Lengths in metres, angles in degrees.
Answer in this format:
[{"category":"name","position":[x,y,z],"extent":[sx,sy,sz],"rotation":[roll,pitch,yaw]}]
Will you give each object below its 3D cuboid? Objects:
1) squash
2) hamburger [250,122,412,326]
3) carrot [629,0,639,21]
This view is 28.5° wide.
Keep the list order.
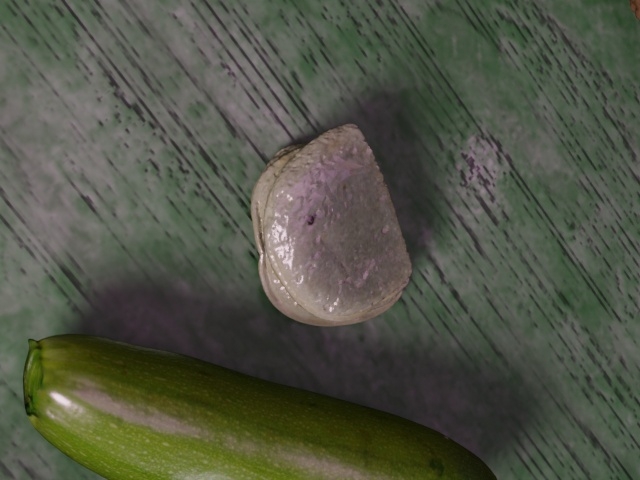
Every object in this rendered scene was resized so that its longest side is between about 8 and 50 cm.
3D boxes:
[{"category":"squash","position":[-0.032,0.118,0.710],"extent":[0.292,0.082,0.082],"rotation":[18,80,-20]},{"category":"hamburger","position":[0.001,0.000,0.749],"extent":[0.084,0.054,0.121],"rotation":[-31,107,-25]},{"category":"carrot","position":[0.268,-0.163,0.870],"extent":[0.263,0.102,0.102],"rotation":[39,72,-12]}]
